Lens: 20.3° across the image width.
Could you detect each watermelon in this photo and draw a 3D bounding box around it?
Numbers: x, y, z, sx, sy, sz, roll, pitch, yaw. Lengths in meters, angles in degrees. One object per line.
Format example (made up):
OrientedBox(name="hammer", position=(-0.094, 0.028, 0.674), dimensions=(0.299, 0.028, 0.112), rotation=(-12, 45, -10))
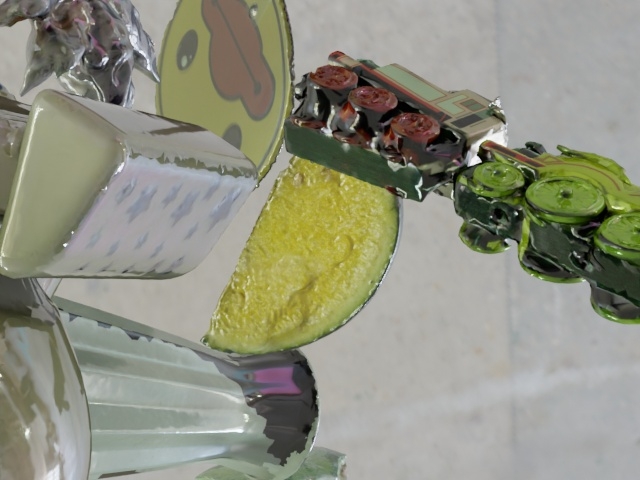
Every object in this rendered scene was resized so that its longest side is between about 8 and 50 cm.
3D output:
OrientedBox(name="watermelon", position=(-0.047, 0.242, 1.485), dimensions=(0.121, 0.098, 0.158), rotation=(20, 93, -21))
OrientedBox(name="watermelon", position=(0.004, 0.000, 1.161), dimensions=(0.092, 0.075, 0.181), rotation=(25, 99, 5))

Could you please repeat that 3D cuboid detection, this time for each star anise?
OrientedBox(name="star anise", position=(-0.176, -0.173, 1.265), dimensions=(0.061, 0.204, 0.180), rotation=(-23, 163, 29))

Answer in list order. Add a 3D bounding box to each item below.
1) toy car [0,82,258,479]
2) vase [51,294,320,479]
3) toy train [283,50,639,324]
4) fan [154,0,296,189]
OrientedBox(name="toy car", position=(-0.183, 0.091, 0.732), dimensions=(0.226, 0.242, 0.336), rotation=(13, 92, 16))
OrientedBox(name="vase", position=(-0.170, 0.110, 1.288), dimensions=(0.360, 0.165, 0.165), rotation=(9, 115, -42))
OrientedBox(name="toy train", position=(0.086, -0.034, 0.906), dimensions=(0.085, 0.250, 0.053), rotation=(-27, 134, -38))
OrientedBox(name="fan", position=(-0.066, -0.167, 1.503), dimensions=(0.011, 0.229, 0.335), rotation=(4, 133, -34))
